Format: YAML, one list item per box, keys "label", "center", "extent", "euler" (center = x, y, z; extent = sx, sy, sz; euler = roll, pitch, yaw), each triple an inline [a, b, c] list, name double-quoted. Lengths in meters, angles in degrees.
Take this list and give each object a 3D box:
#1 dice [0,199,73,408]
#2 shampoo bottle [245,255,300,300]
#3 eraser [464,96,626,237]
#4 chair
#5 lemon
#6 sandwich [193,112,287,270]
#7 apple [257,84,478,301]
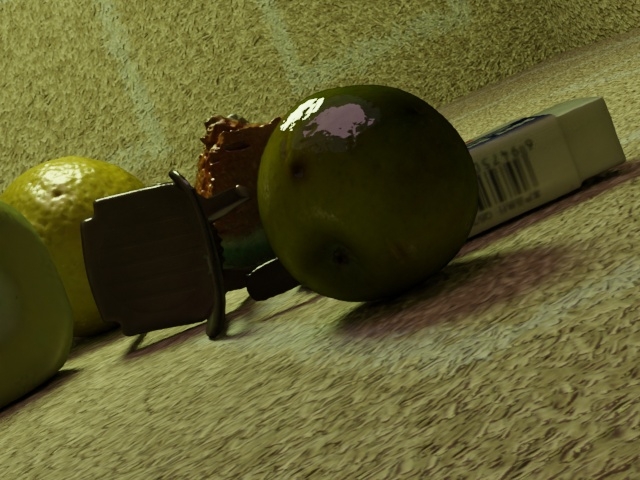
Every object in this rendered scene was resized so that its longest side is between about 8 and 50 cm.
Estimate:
- label: "dice"
  center: [-0.445, 0.095, 1.528]
  extent: [0.233, 0.226, 0.238]
  euler: [-18, 7, 44]
- label: "shampoo bottle"
  center: [0.000, 0.000, 1.454]
  extent: [0.153, 0.071, 0.284]
  euler: [-20, 6, 17]
- label: "eraser"
  center: [0.150, -0.054, 1.325]
  extent: [0.279, 0.081, 0.124]
  euler: [-24, 6, -9]
- label: "chair"
  center: [-0.172, 0.020, 1.457]
  extent: [0.183, 0.175, 0.326]
  euler: [-13, 1, 6]
- label: "lemon"
  center: [-0.325, 0.009, 1.795]
  extent: [0.267, 0.267, 0.267]
  euler: [-23, 6, 3]
- label: "sandwich"
  center: [-0.058, -0.071, 1.771]
  extent: [0.292, 0.212, 0.109]
  euler: [-11, 18, -12]
- label: "apple"
  center: [0.036, -0.037, 1.139]
  extent: [0.196, 0.196, 0.157]
  euler: [-18, 37, 41]
